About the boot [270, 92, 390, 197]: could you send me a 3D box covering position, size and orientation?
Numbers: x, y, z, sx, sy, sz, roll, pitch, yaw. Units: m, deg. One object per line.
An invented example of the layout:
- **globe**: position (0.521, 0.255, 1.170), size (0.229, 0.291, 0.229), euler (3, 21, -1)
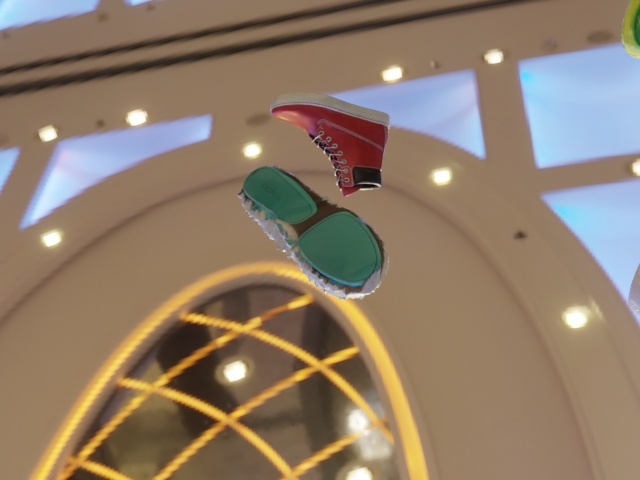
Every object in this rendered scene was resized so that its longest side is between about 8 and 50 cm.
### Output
- **boot**: position (0.013, -0.180, 2.199), size (0.244, 0.176, 0.088), euler (12, 167, -19)

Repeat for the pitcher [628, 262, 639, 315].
- **pitcher**: position (0.611, 0.079, 1.843), size (0.207, 0.177, 0.125), euler (19, -129, 24)

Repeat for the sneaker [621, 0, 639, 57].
- **sneaker**: position (0.628, -0.459, 2.027), size (0.123, 0.295, 0.109), euler (16, 180, 32)

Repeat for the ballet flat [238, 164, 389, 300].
- **ballet flat**: position (0.000, 0.000, 2.014), size (0.147, 0.147, 0.409), euler (-27, -138, -17)
